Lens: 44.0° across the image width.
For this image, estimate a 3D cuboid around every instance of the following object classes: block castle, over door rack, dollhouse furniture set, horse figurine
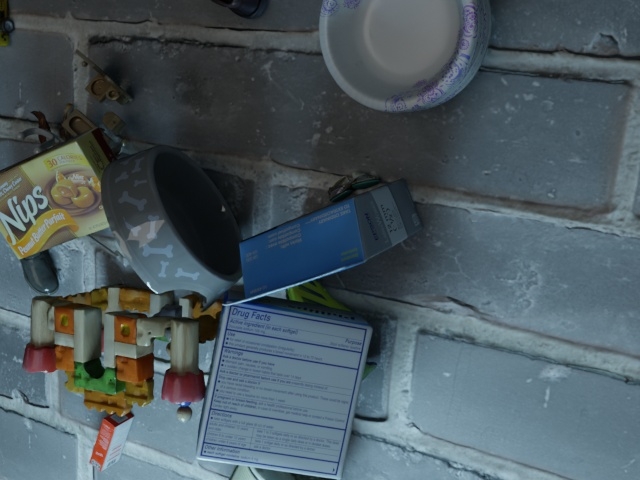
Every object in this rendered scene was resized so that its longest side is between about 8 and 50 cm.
[{"bbox_3d":[-0.374,0.231,1.677,0.454,0.303,0.212,5,96,27],"label":"block castle"},{"bbox_3d":[-0.536,-0.094,1.726,0.324,0.108,0.239,20,124,28],"label":"over door rack"},{"bbox_3d":[-0.496,-0.290,1.701,0.144,0.123,0.151,41,89,14],"label":"dollhouse furniture set"},{"bbox_3d":[-0.555,-0.200,1.814,0.263,0.066,0.174,31,112,13],"label":"horse figurine"}]

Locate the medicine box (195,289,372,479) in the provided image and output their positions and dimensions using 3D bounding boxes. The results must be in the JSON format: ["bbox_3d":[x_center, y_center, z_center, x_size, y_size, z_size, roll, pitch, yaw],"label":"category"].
[{"bbox_3d":[-0.071,0.258,1.442,0.264,0.149,0.289,11,92,-9],"label":"medicine box"}]

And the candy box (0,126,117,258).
[{"bbox_3d":[-0.541,-0.092,1.624,0.317,0.087,0.182,-16,110,29],"label":"candy box"}]

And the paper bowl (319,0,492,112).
[{"bbox_3d":[0.151,-0.364,1.360,0.284,0.148,0.284,6,104,27],"label":"paper bowl"}]

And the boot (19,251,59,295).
[{"bbox_3d":[-0.682,0.023,1.866,0.189,0.076,0.208,53,151,8],"label":"boot"}]

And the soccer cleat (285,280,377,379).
[{"bbox_3d":[0.014,0.154,1.591,0.121,0.093,0.289,-27,82,-1],"label":"soccer cleat"}]

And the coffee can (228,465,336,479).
[{"bbox_3d":[-0.113,0.559,1.660,0.202,0.202,0.275,35,114,18],"label":"coffee can"}]

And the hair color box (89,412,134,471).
[{"bbox_3d":[-0.509,0.485,1.929,0.043,0.072,0.141,29,112,19],"label":"hair color box"}]

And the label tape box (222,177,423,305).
[{"bbox_3d":[0.000,0.000,1.400,0.249,0.348,0.115,-20,90,30],"label":"label tape box"}]

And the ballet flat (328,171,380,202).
[{"bbox_3d":[0.061,-0.111,1.525,0.114,0.041,0.041,-23,89,29],"label":"ballet flat"}]

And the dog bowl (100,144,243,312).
[{"bbox_3d":[-0.273,-0.033,1.555,0.102,0.349,0.348,-29,86,16],"label":"dog bowl"}]

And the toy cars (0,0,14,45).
[{"bbox_3d":[-0.854,-0.483,1.902,0.176,0.087,0.393,48,118,12],"label":"toy cars"}]

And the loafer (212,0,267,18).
[{"bbox_3d":[-0.239,-0.540,1.559,0.303,0.095,0.109,37,115,17],"label":"loafer"}]
